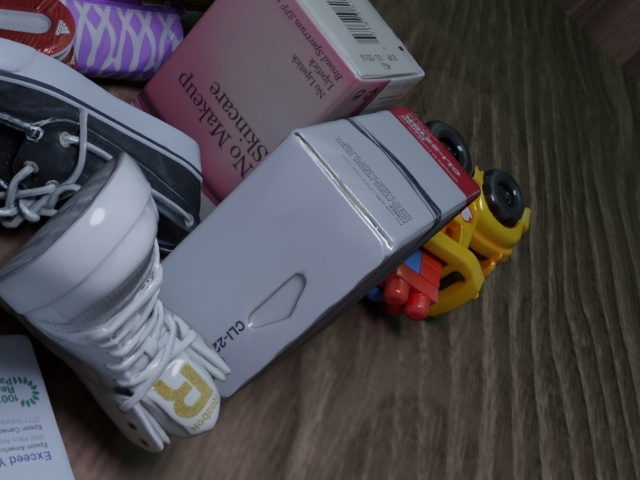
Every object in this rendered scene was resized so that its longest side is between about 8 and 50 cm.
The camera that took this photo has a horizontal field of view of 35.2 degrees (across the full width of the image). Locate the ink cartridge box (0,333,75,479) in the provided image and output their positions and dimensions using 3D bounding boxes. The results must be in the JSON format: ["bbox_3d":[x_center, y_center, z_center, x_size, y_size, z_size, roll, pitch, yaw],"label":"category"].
[{"bbox_3d":[-0.238,0.199,0.452,0.324,0.071,0.330,5,54,-50],"label":"ink cartridge box"}]

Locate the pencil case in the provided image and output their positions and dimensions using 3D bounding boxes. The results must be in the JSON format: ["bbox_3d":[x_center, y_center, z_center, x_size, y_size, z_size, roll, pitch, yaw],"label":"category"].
[{"bbox_3d":[-0.213,-0.195,0.930,0.206,0.088,0.086,-9,60,-55],"label":"pencil case"}]

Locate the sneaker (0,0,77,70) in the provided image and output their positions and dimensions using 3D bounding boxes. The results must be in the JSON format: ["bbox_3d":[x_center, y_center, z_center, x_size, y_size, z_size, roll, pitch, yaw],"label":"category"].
[{"bbox_3d":[-0.298,-0.140,0.782,0.221,0.128,0.087,15,58,1],"label":"sneaker"}]

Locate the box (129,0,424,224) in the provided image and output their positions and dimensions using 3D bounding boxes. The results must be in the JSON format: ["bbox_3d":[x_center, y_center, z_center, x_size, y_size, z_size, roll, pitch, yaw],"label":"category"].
[{"bbox_3d":[-0.050,-0.127,0.912,0.148,0.232,0.127,54,31,11],"label":"box"}]

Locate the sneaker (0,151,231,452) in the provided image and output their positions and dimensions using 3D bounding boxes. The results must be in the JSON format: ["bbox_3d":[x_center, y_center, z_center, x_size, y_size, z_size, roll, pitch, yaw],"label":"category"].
[{"bbox_3d":[-0.110,0.049,0.619,0.169,0.292,0.108,46,72,-9],"label":"sneaker"}]

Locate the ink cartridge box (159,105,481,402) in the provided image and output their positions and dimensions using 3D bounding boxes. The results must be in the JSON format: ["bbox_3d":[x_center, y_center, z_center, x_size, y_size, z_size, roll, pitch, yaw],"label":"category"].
[{"bbox_3d":[0.000,0.000,0.836,0.114,0.197,0.273,49,23,5],"label":"ink cartridge box"}]

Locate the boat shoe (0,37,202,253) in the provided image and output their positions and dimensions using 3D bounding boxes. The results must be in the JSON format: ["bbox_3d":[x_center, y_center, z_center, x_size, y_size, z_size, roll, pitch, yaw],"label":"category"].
[{"bbox_3d":[-0.207,-0.057,0.759,0.306,0.113,0.105,27,50,-53],"label":"boat shoe"}]

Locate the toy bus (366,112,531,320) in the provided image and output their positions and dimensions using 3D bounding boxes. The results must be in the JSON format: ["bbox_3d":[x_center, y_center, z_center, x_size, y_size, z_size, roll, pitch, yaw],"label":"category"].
[{"bbox_3d":[0.114,0.006,1.076,0.220,0.149,0.211,32,46,-29],"label":"toy bus"}]

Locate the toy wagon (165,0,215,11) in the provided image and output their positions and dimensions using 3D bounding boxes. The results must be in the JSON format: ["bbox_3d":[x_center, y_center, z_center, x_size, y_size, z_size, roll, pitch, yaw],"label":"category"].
[{"bbox_3d":[-0.109,-0.275,1.020,0.344,0.267,0.068,-4,99,-55],"label":"toy wagon"}]
